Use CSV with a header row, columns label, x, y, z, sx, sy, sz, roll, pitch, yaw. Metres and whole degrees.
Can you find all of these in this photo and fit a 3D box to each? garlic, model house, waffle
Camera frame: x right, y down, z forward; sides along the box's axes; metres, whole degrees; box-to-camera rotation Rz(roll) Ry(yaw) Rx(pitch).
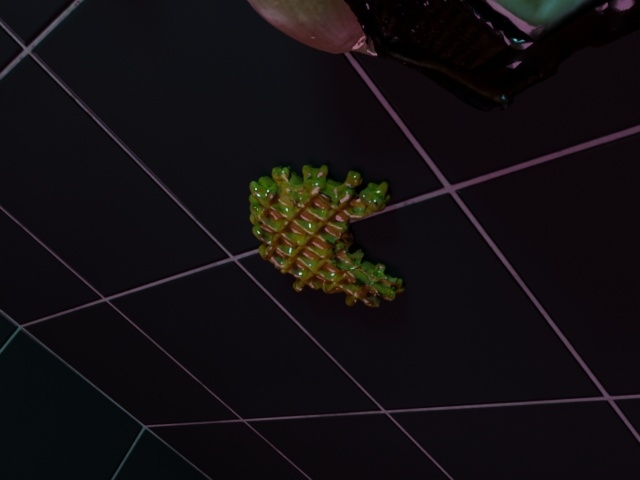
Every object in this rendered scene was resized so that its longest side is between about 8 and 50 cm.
label,x,y,z,sx,sy,sz,roll,pitch,yaw
garlic,0.011,-0.307,0.718,0.217,0.110,0.228,-9,132,-6
model house,0.154,-0.280,0.596,0.297,0.317,0.282,56,-175,2
waffle,0.000,0.000,1.140,0.260,0.069,0.293,7,137,24
